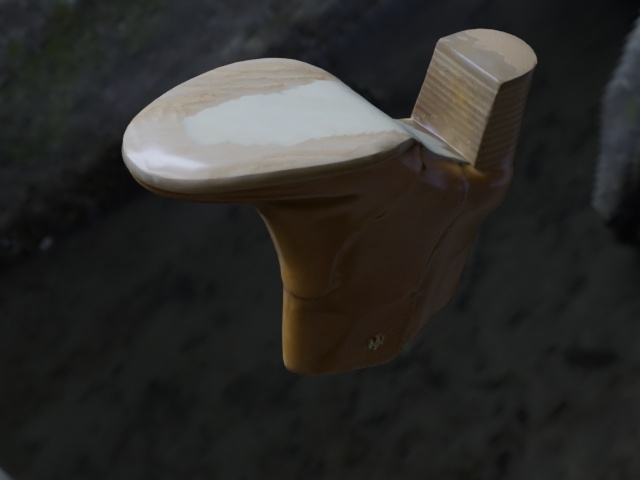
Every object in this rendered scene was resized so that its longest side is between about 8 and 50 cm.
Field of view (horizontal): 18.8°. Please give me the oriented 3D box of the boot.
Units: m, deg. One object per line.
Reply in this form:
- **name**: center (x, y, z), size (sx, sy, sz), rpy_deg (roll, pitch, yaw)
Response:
- **boot**: center (0.000, -0.001, 1.109), size (0.295, 0.211, 0.104), rpy_deg (-17, 47, -38)
